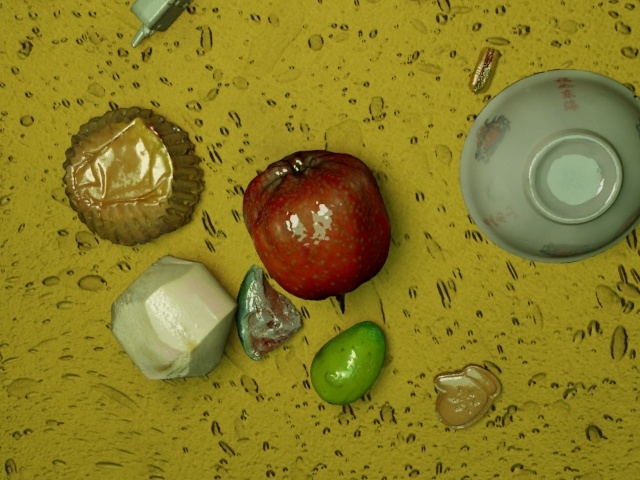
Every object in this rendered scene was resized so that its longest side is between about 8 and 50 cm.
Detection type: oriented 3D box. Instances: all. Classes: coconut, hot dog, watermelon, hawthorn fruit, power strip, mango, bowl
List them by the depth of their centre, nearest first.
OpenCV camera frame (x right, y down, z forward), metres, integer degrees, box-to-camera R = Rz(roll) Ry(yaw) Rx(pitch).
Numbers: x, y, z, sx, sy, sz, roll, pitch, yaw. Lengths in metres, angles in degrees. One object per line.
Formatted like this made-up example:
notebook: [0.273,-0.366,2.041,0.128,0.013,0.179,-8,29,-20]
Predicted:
bowl: [0.405,-0.111,1.114,0.345,0.157,0.346,2,102,11]
hot dog: [0.282,-0.293,1.166,0.037,0.021,0.083,17,103,8]
hawthorn fruit: [0.000,0.000,1.177,0.254,0.254,0.300,-6,116,12]
power strip: [-0.249,-0.453,1.193,0.288,0.093,0.053,-42,95,15]
coconut: [-0.267,0.153,1.264,0.241,0.241,0.241,2,102,10]
mango: [0.055,0.233,1.281,0.119,0.100,0.178,38,98,3]
watermelon: [-0.103,0.147,1.309,0.139,0.071,0.187,4,102,5]

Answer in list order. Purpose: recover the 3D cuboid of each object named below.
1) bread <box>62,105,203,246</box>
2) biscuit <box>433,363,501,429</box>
bread: [-0.364,-0.119,1.259,0.274,0.149,0.274,1,96,8]
biscuit: [0.270,0.296,1.293,0.118,0.023,0.140,30,106,2]
